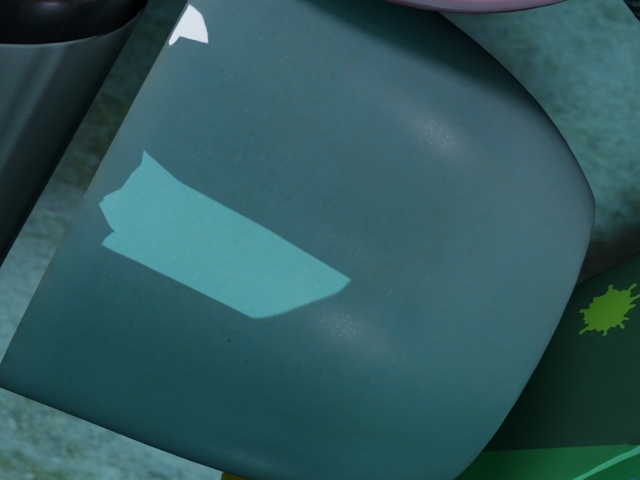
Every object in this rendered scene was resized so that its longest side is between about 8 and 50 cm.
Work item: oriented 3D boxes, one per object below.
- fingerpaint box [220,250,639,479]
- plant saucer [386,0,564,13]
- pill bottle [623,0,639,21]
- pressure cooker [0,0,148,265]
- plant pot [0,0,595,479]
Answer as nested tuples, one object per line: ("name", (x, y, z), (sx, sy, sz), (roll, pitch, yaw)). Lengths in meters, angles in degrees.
("fingerpaint box", (0.211, 0.252, 1.139), (0.371, 0.163, 0.445), (-29, 121, 16))
("plant saucer", (0.065, -0.273, 0.904), (0.332, 0.084, 0.332), (0, 89, -13))
("pill bottle", (0.268, -0.105, 1.014), (0.130, 0.130, 0.245), (-35, 110, 18))
("pressure cooker", (-0.265, -0.147, 0.887), (0.375, 0.370, 0.420), (26, 118, -14))
("plant pot", (0.000, 0.000, 0.975), (0.235, 0.293, 0.293), (28, 114, -5))
